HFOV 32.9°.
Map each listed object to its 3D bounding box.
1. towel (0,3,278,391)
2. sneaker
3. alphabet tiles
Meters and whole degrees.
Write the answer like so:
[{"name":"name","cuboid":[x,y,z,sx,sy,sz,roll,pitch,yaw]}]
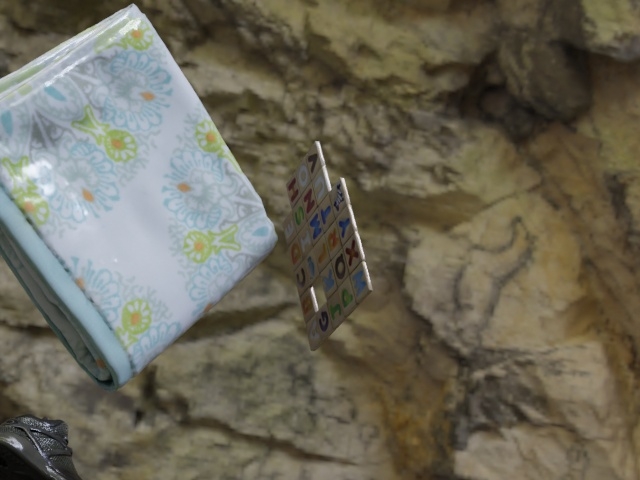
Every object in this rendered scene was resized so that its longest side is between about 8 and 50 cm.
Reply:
[{"name":"towel","cuboid":[-0.241,-0.059,1.302,0.090,0.374,0.320,-10,-154,51]},{"name":"sneaker","cuboid":[-0.367,0.330,1.536,0.087,0.227,0.130,-44,-171,23]},{"name":"alphabet tiles","cuboid":[0.000,0.000,1.428,0.198,0.009,0.237,128,-46,-55]}]
